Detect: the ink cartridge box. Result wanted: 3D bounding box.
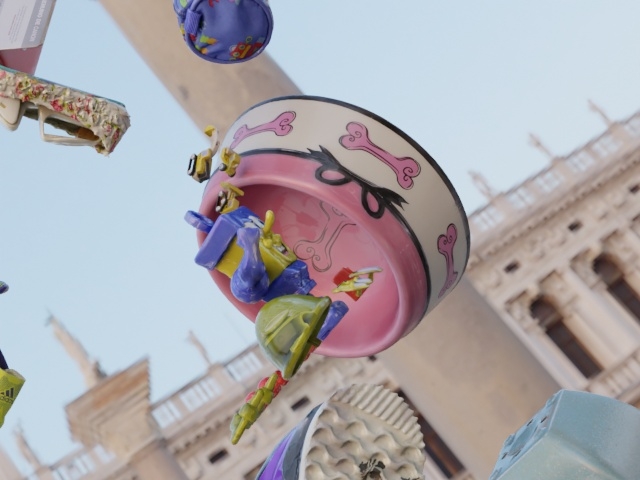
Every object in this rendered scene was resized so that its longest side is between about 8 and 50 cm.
[{"bbox_3d":[-0.524,-0.347,1.889,0.272,0.309,0.130,-4,-41,9],"label":"ink cartridge box"}]

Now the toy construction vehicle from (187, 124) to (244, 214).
[{"bbox_3d":[-0.128,-0.091,1.543,0.035,0.098,0.086,-18,-40,36],"label":"toy construction vehicle"}]

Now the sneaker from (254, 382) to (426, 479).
[{"bbox_3d":[-0.022,0.243,0.779,0.146,0.102,0.293,-32,32,62],"label":"sneaker"}]

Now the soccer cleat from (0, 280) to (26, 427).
[{"bbox_3d":[-0.349,0.173,1.156,0.121,0.289,0.093,-1,-3,-10],"label":"soccer cleat"}]

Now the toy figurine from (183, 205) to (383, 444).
[{"bbox_3d":[-0.088,0.055,1.333,0.191,0.217,0.362,-51,-4,14],"label":"toy figurine"}]

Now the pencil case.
[{"bbox_3d":[-0.148,-0.366,1.569,0.133,0.306,0.119,0,-44,-18],"label":"pencil case"}]

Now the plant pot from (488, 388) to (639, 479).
[{"bbox_3d":[0.392,0.368,1.741,0.247,0.252,0.248,-50,-2,30],"label":"plant pot"}]

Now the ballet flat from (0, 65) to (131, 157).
[{"bbox_3d":[-0.363,-0.169,1.524,0.241,0.077,0.091,15,-18,-15],"label":"ballet flat"}]

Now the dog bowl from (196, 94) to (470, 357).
[{"bbox_3d":[0.000,0.000,1.702,0.150,0.408,0.408,-56,-7,-40],"label":"dog bowl"}]
